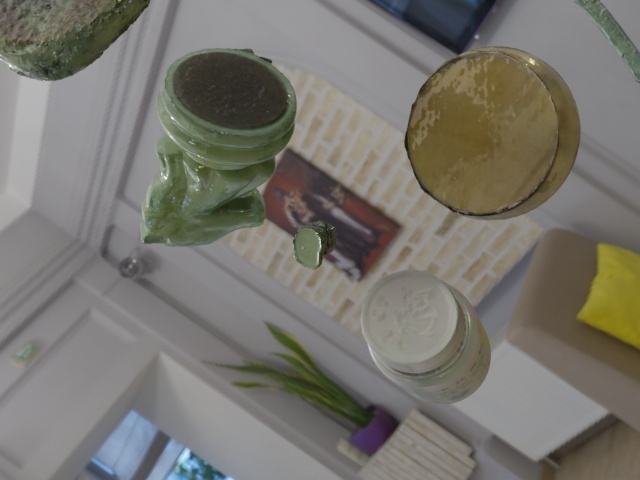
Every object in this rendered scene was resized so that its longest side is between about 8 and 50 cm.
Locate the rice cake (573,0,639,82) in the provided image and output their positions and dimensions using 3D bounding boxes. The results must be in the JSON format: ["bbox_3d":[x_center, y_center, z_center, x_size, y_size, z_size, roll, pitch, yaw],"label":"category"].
[{"bbox_3d":[0.564,-0.384,1.390,0.038,0.211,0.124,-38,-7,26],"label":"rice cake"}]

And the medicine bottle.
[{"bbox_3d":[0.163,0.149,1.111,0.170,0.170,0.293,-56,-27,-7],"label":"medicine bottle"}]

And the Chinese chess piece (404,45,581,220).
[{"bbox_3d":[0.253,-0.157,1.086,0.104,0.257,0.257,-13,-38,-52],"label":"Chinese chess piece"}]

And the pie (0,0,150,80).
[{"bbox_3d":[-0.250,-0.243,0.710,0.187,0.186,0.041,-56,-25,-8],"label":"pie"}]

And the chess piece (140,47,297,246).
[{"bbox_3d":[-0.143,-0.091,0.972,0.176,0.175,0.298,-54,-7,-42],"label":"chess piece"}]

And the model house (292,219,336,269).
[{"bbox_3d":[0.000,0.000,1.298,0.083,0.066,0.079,-27,-50,-47],"label":"model house"}]
